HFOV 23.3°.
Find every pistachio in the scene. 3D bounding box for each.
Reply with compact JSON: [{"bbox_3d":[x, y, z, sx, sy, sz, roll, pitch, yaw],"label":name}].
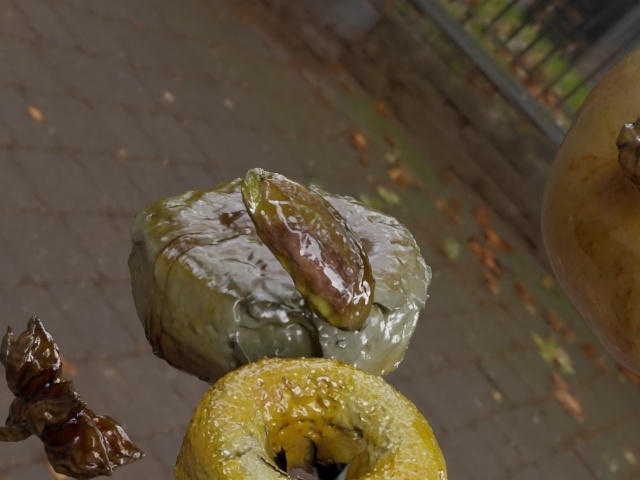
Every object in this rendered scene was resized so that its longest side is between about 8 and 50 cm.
[{"bbox_3d":[0.000,0.000,1.351,0.173,0.049,0.089,54,33,-16],"label":"pistachio"}]

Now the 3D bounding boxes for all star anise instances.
[{"bbox_3d":[-0.277,0.181,1.618,0.196,0.212,0.111,34,59,6],"label":"star anise"}]

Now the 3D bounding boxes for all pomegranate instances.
[{"bbox_3d":[0.426,-0.039,1.661,0.411,0.411,0.411,43,16,-16],"label":"pomegranate"}]

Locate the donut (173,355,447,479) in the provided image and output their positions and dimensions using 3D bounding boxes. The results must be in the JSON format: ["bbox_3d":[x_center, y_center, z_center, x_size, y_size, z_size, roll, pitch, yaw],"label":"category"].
[{"bbox_3d":[-0.005,0.205,1.332,0.253,0.118,0.253,9,38,-7],"label":"donut"}]

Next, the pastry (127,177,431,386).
[{"bbox_3d":[-0.037,0.045,1.565,0.329,0.136,0.329,8,27,-4],"label":"pastry"}]
